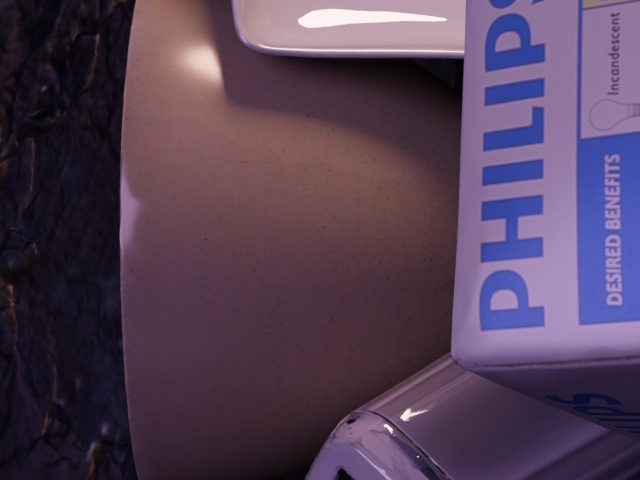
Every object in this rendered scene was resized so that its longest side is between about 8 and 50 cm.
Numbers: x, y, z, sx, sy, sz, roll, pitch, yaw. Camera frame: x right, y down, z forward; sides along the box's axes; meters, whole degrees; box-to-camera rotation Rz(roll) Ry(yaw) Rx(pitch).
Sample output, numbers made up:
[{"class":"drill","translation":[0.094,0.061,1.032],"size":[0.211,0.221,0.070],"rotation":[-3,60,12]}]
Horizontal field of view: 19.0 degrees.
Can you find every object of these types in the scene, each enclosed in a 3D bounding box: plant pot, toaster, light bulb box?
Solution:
[{"class":"plant pot","translation":[0.000,0.000,1.051],"size":[0.190,0.284,0.284],"rotation":[0,78,1]},{"class":"toaster","translation":[0.072,0.141,0.959],"size":[0.129,0.146,0.227],"rotation":[44,138,25]},{"class":"light bulb box","translation":[0.266,-0.106,0.795],"size":[0.361,0.225,0.358],"rotation":[-6,72,31]}]

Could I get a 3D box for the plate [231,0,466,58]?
[{"class":"plate","translation":[0.078,-0.205,1.033],"size":[0.045,0.278,0.277],"rotation":[118,150,-61]}]
